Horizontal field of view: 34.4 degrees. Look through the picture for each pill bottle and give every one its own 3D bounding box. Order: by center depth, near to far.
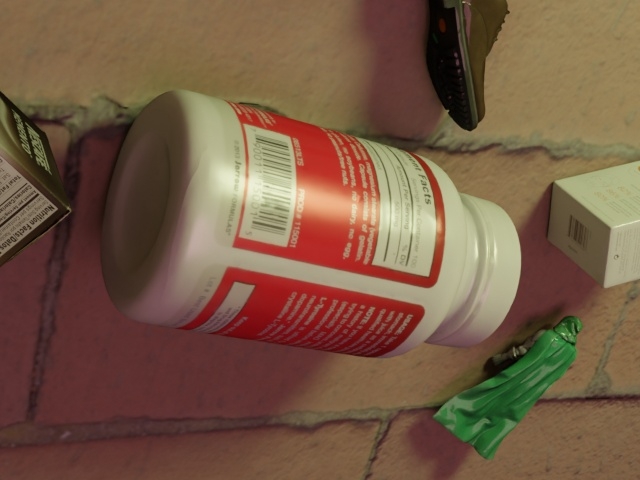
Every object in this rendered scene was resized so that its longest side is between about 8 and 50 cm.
[{"bbox_3d":[0.000,0.000,1.077,0.408,0.229,0.229,13,113,-30],"label":"pill bottle"}]

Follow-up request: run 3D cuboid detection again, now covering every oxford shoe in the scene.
[{"bbox_3d":[0.165,-0.222,1.108,0.096,0.083,0.227,-22,127,-16],"label":"oxford shoe"}]

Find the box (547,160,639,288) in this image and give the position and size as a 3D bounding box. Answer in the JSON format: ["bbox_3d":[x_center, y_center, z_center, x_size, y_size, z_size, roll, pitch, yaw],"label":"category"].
[{"bbox_3d":[0.396,-0.026,1.304,0.171,0.130,0.091,-13,123,-17],"label":"box"}]

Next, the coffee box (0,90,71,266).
[{"bbox_3d":[-0.363,-0.118,0.876,0.119,0.168,0.297,-39,128,2],"label":"coffee box"}]

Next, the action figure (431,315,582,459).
[{"bbox_3d":[0.274,0.190,1.424,0.232,0.063,0.137,-45,125,11],"label":"action figure"}]
